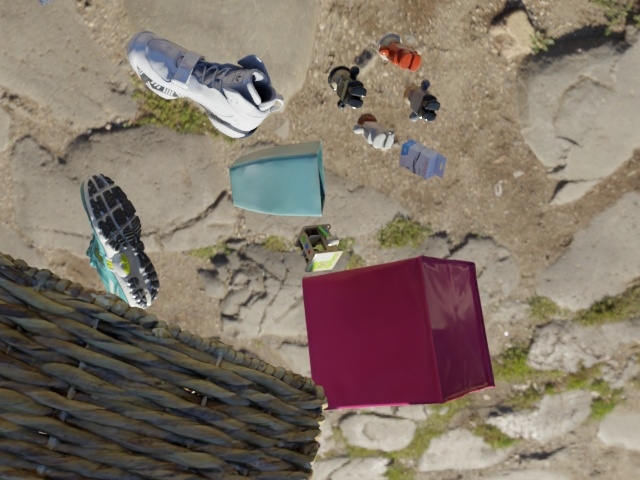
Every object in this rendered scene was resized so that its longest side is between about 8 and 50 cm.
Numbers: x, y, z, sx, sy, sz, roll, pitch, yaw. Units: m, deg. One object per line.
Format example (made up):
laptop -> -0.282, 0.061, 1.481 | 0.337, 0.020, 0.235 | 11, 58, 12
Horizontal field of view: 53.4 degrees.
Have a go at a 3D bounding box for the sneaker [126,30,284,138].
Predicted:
sneaker -> -0.257, -0.386, 1.478 | 0.366, 0.137, 0.210 | 32, 155, -27

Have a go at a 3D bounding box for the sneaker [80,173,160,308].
sneaker -> -0.404, 0.012, 1.208 | 0.110, 0.107, 0.275 | -5, 108, 24

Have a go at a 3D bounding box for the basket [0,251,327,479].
basket -> -0.185, 0.162, 0.473 | 0.299, 0.213, 0.223 | 29, 154, -27

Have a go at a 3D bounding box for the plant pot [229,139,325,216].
plant pot -> -0.112, -0.159, 1.676 | 0.234, 0.165, 0.166 | -3, 111, 5

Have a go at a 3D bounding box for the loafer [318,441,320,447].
loafer -> -0.106, 0.448, 1.203 | 0.084, 0.096, 0.267 | 43, 107, 14

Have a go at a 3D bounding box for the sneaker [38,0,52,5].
sneaker -> -0.327, -0.372, 0.824 | 0.115, 0.232, 0.090 | -28, 112, -21

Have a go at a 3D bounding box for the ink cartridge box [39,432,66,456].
ink cartridge box -> -0.442, 0.402, 1.056 | 0.234, 0.088, 0.193 | -25, 105, -19

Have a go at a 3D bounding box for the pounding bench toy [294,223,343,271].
pounding bench toy -> 0.000, 0.000, 1.040 | 0.052, 0.065, 0.083 | -6, 146, -29

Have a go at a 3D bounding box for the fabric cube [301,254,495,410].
fabric cube -> 0.150, 0.177, 1.214 | 0.258, 0.254, 0.259 | -15, 166, 33

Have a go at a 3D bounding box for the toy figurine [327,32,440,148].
toy figurine -> 0.145, -0.336, 1.445 | 0.213, 0.148, 0.209 | -35, 127, 4

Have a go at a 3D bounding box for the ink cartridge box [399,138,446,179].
ink cartridge box -> 0.189, -0.147, 1.177 | 0.083, 0.028, 0.048 | 33, 138, 31
